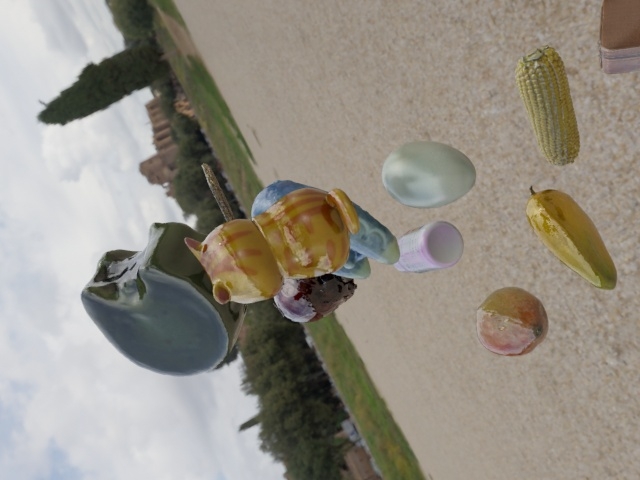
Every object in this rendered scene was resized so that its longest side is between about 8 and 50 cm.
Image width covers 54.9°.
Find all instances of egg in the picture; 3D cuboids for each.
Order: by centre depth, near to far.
[{"bbox_3d":[0.240,-0.146,1.372,0.151,0.209,0.151,6,-90,-72],"label":"egg"}]

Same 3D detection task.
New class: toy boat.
[{"bbox_3d":[0.000,0.000,1.327,0.330,0.123,0.215,31,150,-19],"label":"toy boat"}]

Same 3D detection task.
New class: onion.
[{"bbox_3d":[-0.042,0.105,1.838,0.281,0.280,0.221,62,154,11],"label":"onion"}]

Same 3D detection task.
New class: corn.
[{"bbox_3d":[0.686,-0.402,1.848,0.387,0.144,0.144,57,180,-34],"label":"corn"}]

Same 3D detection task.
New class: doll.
[{"bbox_3d":[-0.074,0.011,1.069,0.167,0.269,0.162,53,169,37],"label":"doll"}]

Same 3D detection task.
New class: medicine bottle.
[{"bbox_3d":[0.328,0.028,1.952,0.152,0.152,0.254,62,159,0],"label":"medicine bottle"}]

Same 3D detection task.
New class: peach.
[{"bbox_3d":[0.585,0.248,1.867,0.233,0.232,0.232,62,177,6],"label":"peach"}]

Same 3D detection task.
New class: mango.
[{"bbox_3d":[0.617,-0.009,1.522,0.176,0.119,0.317,-6,-121,-55],"label":"mango"}]

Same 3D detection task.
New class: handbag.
[{"bbox_3d":[0.663,-0.440,1.290,0.072,0.151,0.193,60,-138,-46],"label":"handbag"}]

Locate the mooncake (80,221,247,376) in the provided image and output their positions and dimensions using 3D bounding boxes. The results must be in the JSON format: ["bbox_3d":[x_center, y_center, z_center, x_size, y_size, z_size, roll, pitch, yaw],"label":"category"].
[{"bbox_3d":[-0.317,0.128,1.333,0.187,0.351,0.351,-75,-34,-52],"label":"mooncake"}]

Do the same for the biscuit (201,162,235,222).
[{"bbox_3d":[-0.263,-0.096,1.681,0.131,0.025,0.231,-120,8,-48],"label":"biscuit"}]
